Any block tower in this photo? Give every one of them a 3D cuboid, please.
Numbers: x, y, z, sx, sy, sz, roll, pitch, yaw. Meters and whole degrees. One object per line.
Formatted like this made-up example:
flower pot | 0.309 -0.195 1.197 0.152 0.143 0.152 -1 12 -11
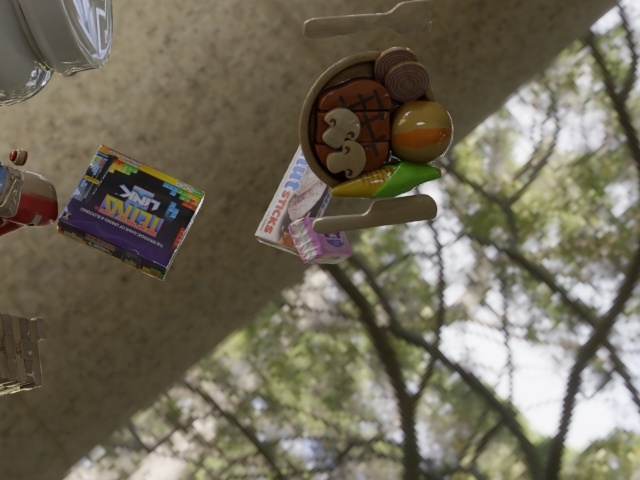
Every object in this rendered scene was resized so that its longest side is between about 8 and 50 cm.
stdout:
block tower | -0.470 0.128 1.736 0.335 0.091 0.097 16 60 -59

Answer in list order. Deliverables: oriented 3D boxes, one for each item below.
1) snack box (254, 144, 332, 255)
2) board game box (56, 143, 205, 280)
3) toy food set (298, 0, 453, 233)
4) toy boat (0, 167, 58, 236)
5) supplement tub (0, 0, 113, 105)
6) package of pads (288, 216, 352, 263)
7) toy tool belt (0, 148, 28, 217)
snack box | -0.015 -0.069 1.796 0.064 0.178 0.022 19 -18 21
board game box | -0.272 -0.041 2.066 0.170 0.141 0.048 24 -31 -1
toy food set | 0.047 -0.095 1.188 0.038 0.132 0.192 -136 -141 -64
toy boat | -0.459 -0.010 1.943 0.151 0.231 0.151 14 63 -53
supplement tub | -0.363 -0.219 1.235 0.235 0.324 0.235 -9 90 -83
package of pads | 0.000 0.000 1.640 0.083 0.032 0.050 2 63 -62
toy tool belt | -0.363 -0.069 1.623 0.051 0.083 0.052 17 -14 -32
